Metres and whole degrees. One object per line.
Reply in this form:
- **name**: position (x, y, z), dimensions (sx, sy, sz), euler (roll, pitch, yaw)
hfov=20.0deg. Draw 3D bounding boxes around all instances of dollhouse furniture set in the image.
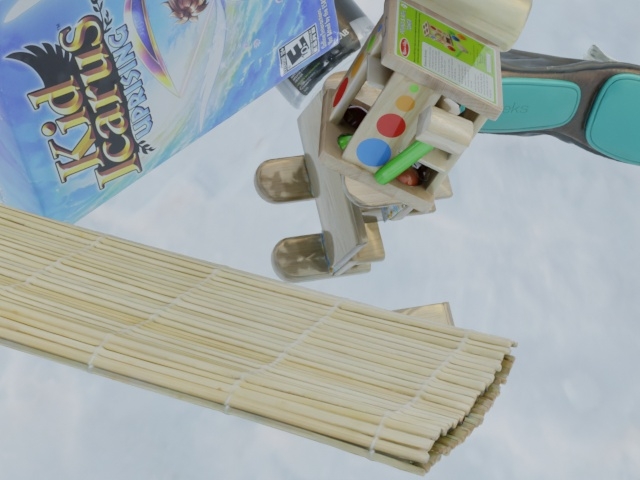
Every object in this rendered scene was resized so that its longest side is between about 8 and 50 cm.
- **dollhouse furniture set**: position (0.000, 0.000, 1.522), dimensions (0.161, 0.212, 0.242), euler (-8, 75, -21)

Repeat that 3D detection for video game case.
- **video game case**: position (-0.111, -0.170, 1.071), dimensions (0.244, 0.061, 0.269), euler (-35, 138, -23)

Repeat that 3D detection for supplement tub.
- **supplement tub**: position (-0.038, -0.233, 1.800), dimensions (0.117, 0.117, 0.190), euler (-40, 82, 9)

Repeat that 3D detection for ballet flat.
- **ballet flat**: position (0.227, -0.135, 1.627), dimensions (0.280, 0.096, 0.095), euler (10, 122, -27)

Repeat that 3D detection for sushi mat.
- **sushi mat**: position (-0.072, 0.035, 0.854), dimensions (0.316, 0.151, 0.019), euler (15, 108, 15)

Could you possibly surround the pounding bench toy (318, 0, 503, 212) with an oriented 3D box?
- **pounding bench toy**: position (0.033, -0.044, 0.719), dimensions (0.052, 0.083, 0.065), euler (25, 123, -14)

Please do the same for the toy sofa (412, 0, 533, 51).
- **toy sofa**: position (0.088, -0.232, 0.668), dimensions (0.150, 0.177, 0.362), euler (23, 136, -9)
